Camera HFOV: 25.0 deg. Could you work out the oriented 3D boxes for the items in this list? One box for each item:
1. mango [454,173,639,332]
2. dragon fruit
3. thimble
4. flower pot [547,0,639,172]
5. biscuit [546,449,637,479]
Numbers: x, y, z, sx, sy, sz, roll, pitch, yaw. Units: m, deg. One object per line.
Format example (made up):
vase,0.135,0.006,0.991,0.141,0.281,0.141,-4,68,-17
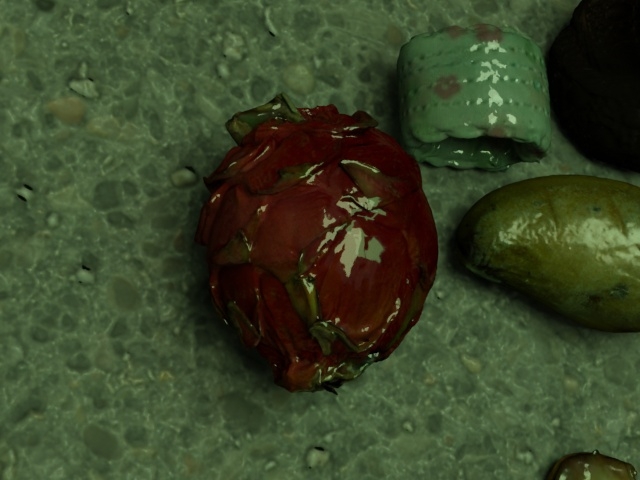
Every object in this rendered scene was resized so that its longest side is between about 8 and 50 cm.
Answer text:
mango,0.337,0.010,1.836,0.329,0.176,0.177,17,46,1
dragon fruit,0.000,0.000,1.631,0.277,0.277,0.343,-17,81,-26
thimble,0.198,-0.174,1.814,0.211,0.185,0.149,18,68,-55
flower pot,0.455,-0.249,1.866,0.266,0.267,0.267,3,73,-10
biscuit,0.344,0.411,1.786,0.154,0.045,0.299,0,77,-24
